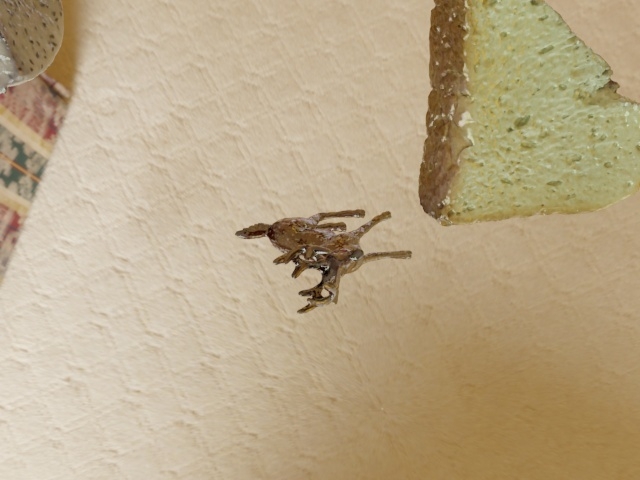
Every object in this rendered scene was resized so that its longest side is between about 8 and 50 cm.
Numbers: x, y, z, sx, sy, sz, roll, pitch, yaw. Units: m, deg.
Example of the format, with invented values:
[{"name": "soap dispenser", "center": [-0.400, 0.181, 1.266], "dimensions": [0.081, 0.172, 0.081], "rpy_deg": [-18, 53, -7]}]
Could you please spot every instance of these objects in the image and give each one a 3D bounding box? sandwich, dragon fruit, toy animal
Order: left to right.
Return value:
[{"name": "dragon fruit", "center": [-0.493, -0.334, 1.146], "dimensions": [0.221, 0.204, 0.283], "rpy_deg": [-16, 116, 15]}, {"name": "toy animal", "center": [0.003, 0.019, 1.150], "dimensions": [0.243, 0.260, 0.087], "rpy_deg": [6, 107, 46]}, {"name": "sandwich", "center": [0.227, -0.158, 0.889], "dimensions": [0.254, 0.099, 0.288], "rpy_deg": [-8, 121, -10]}]
